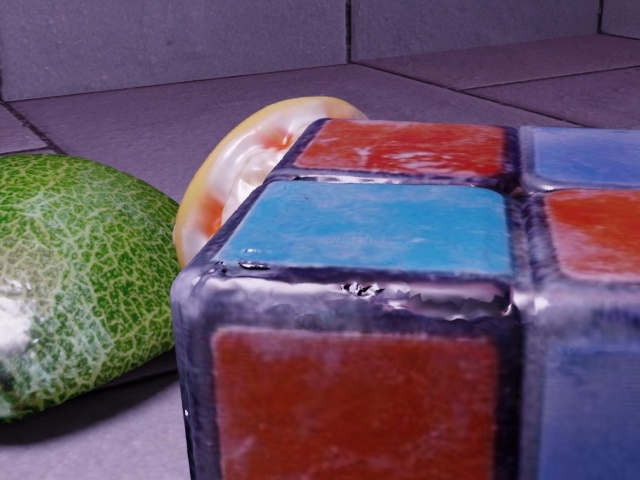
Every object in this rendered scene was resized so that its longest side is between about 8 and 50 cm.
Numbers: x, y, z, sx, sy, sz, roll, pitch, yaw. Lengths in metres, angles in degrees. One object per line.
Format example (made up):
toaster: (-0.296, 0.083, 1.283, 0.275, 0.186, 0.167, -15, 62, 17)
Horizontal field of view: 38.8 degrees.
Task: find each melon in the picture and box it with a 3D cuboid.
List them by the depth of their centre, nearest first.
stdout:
melon: (-0.268, 0.055, 0.925, 0.331, 0.226, 0.343, 34, 14, -9)

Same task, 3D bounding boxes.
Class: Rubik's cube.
Rubik's cube: (0.113, 0.111, 0.558, 0.318, 0.316, 0.313, 2, 21, 11)

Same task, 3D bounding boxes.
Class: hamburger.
hamburger: (0.000, 0.000, 0.916, 0.302, 0.261, 0.186, 37, 1, -43)
